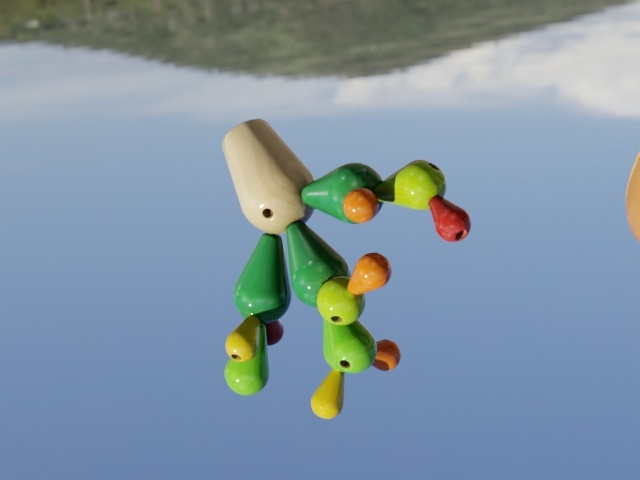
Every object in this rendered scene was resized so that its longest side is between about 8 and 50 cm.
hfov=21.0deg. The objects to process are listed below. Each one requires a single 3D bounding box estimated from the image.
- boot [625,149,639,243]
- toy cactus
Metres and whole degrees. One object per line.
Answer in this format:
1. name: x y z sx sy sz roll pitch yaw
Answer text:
1. boot: 0.222 -0.045 0.834 0.283 0.109 0.220 -31 180 39
2. toy cactus: 0.000 0.000 1.079 0.112 0.180 0.219 -8 148 -37
